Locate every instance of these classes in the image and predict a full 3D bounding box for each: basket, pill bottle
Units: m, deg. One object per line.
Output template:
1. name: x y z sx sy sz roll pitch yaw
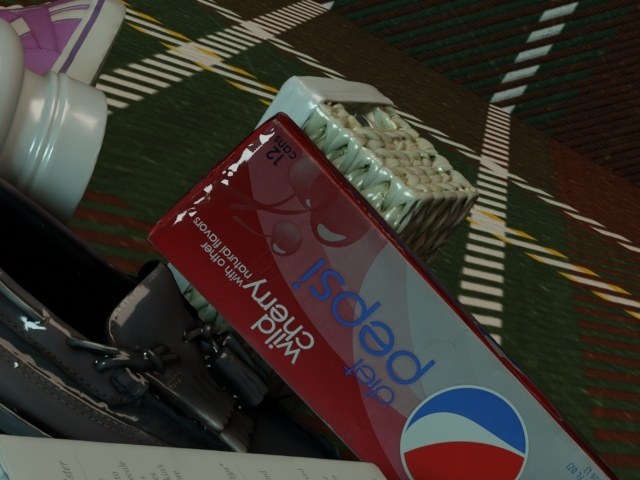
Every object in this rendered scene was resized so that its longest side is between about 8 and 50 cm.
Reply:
1. basket: 0.000 0.000 0.672 0.103 0.167 0.113 42 21 20
2. pill bottle: -0.231 -0.078 0.588 0.222 0.124 0.124 20 21 -27

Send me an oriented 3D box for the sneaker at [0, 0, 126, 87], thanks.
1. sneaker: -0.232 -0.142 0.799 0.161 0.102 0.282 23 19 -10

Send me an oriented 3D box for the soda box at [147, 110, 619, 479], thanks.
1. soda box: 0.038 0.059 0.560 0.263 0.083 0.092 47 7 -6

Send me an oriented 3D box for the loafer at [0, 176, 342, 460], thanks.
1. loafer: -0.110 0.033 0.498 0.303 0.095 0.109 30 10 -11

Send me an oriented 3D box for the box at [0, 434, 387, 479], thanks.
1. box: -0.030 0.143 0.365 0.171 0.091 0.130 14 25 -40
